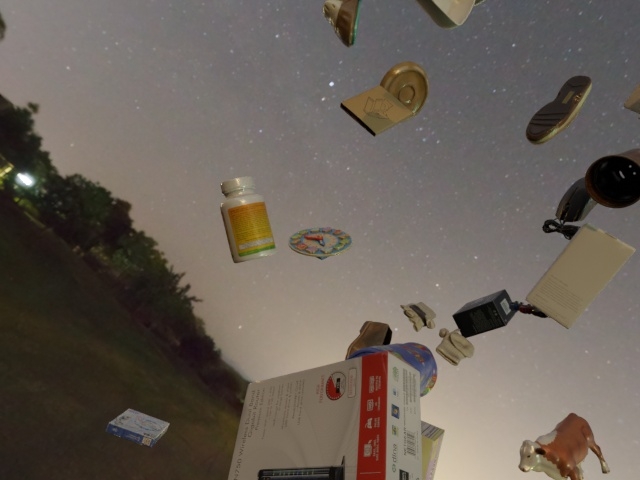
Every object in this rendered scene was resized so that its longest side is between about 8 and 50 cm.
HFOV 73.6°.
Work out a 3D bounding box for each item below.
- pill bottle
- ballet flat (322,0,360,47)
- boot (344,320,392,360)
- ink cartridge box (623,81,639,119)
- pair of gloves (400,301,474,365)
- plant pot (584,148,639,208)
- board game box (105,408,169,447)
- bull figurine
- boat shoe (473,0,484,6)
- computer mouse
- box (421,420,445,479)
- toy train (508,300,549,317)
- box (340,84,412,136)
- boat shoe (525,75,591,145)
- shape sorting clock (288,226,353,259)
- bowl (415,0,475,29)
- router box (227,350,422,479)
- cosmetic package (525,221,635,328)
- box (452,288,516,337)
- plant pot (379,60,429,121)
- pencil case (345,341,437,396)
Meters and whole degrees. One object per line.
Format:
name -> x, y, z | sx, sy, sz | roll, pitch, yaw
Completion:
pill bottle -> -0.226, -0.063, 1.303 | 0.136, 0.136, 0.245 | -11, -88, 66
ballet flat -> 0.077, -0.752, 1.352 | 0.124, 0.342, 0.116 | 14, -21, -2
boot -> 0.188, 0.434, 1.672 | 0.115, 0.305, 0.112 | -6, -55, 37
ink cartridge box -> 0.641, -0.235, 0.741 | 0.180, 0.060, 0.104 | 39, -50, 24
pair of gloves -> 0.362, 0.272, 1.309 | 0.240, 0.042, 0.204 | 44, 23, 29
plant pot -> 0.942, -0.204, 1.317 | 0.167, 0.165, 0.166 | 39, -38, 39
board game box -> -0.352, 0.363, 0.830 | 0.090, 0.020, 0.090 | 20, -5, 1
bull figurine -> 0.676, 0.599, 1.184 | 0.101, 0.311, 0.188 | -37, -110, 53
boat shoe -> 0.351, -0.635, 1.107 | 0.184, 0.063, 0.066 | 15, -56, 42
computer mouse -> 0.931, -0.138, 1.549 | 0.072, 0.272, 0.188 | 36, 1, -19
box -> 0.141, 0.515, 1.011 | 0.243, 0.213, 0.117 | 12, -4, 30
toy train -> 0.562, 0.188, 1.159 | 0.158, 0.036, 0.027 | 180, -103, -79
box -> 0.189, -0.434, 1.422 | 0.164, 0.201, 0.021 | 45, -34, 16
boat shoe -> 0.512, -0.261, 0.910 | 0.068, 0.190, 0.072 | 39, -9, 43
shape sorting clock -> 0.000, 0.000, 1.363 | 0.206, 0.206, 0.040 | 24, -51, 41
bowl -> 0.269, -0.544, 0.948 | 0.142, 0.142, 0.053 | 36, -23, -16
router box -> -0.010, 0.349, 0.580 | 0.301, 0.335, 0.082 | -26, -48, 36
cosmetic package -> 0.608, 0.083, 1.017 | 0.117, 0.231, 0.085 | 39, 14, 22
box -> 0.567, 0.253, 1.476 | 0.158, 0.156, 0.093 | -32, -100, 37
plant pot -> 0.335, -0.578, 1.687 | 0.236, 0.236, 0.032 | 59, -5, -38
pencil case -> 0.148, 0.276, 0.872 | 0.119, 0.133, 0.306 | 41, 9, 28
